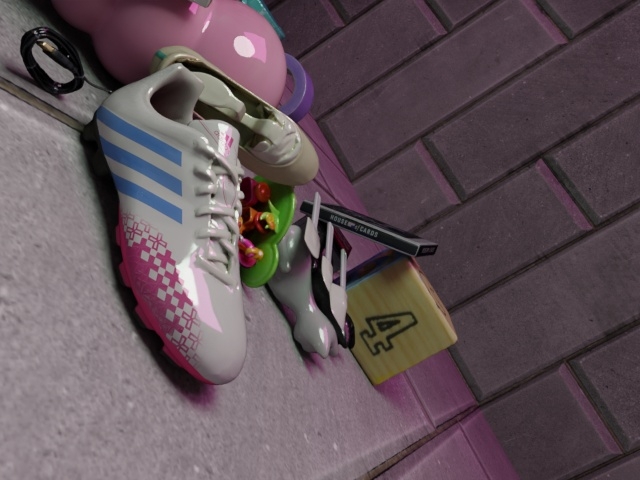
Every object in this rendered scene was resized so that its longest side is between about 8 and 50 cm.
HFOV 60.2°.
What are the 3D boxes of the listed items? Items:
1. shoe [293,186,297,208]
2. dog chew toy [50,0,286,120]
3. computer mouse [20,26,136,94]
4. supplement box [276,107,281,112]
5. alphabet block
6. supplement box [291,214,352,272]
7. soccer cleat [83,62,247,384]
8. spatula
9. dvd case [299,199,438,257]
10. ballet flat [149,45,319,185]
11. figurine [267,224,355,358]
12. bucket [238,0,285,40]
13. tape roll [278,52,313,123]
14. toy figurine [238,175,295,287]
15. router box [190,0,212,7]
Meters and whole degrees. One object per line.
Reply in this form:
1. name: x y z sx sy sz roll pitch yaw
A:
1. shoe: -0.090 -0.168 1.226 0.076 0.058 0.219 -64 136 -69
2. dog chew toy: -0.204 -0.276 0.740 0.331 0.206 0.207 34 23 -33
3. computer mouse: -0.230 -0.158 0.615 0.041 0.071 0.242 54 10 18
4. supplement box: -0.114 -0.268 1.422 0.188 0.080 0.104 55 11 -16
5. alphabet block: 0.140 0.141 1.133 0.197 0.193 0.192 57 12 -5
6. supplement box: 0.000 0.000 1.209 0.130 0.073 0.239 58 11 -3
7. soccer cleat: -0.125 -0.033 0.534 0.331 0.143 0.116 64 12 19
8. spatula: 0.012 0.022 0.900 0.242 0.019 0.168 -85 151 -67
9. dvd case: 0.099 -0.024 1.073 0.238 0.030 0.179 23 9 21
10. ballet flat: -0.092 -0.144 0.667 0.248 0.086 0.086 32 21 -24
11. figurine: -0.013 0.089 0.887 0.210 0.092 0.215 64 12 10
12. bucket: -0.244 -0.645 1.610 0.281 0.183 0.281 54 10 -15
13. tape roll: -0.118 -0.410 1.510 0.189 0.189 0.080 60 11 10
14. toy figurine: -0.132 -0.039 0.713 0.159 0.130 0.173 26 57 -47
15. router box: -0.267 -0.452 0.635 0.335 0.082 0.301 15 50 -27
